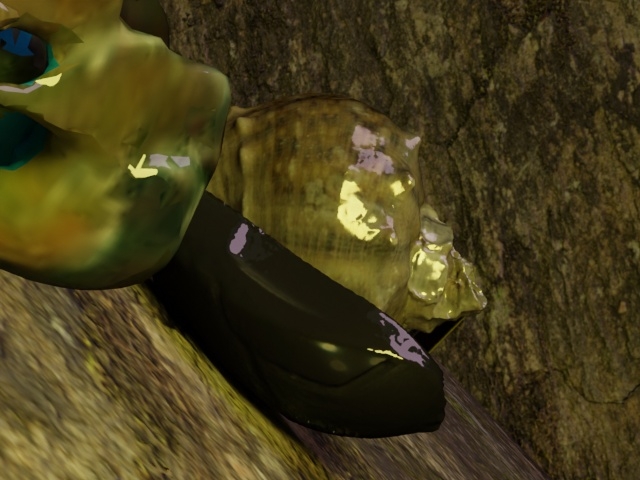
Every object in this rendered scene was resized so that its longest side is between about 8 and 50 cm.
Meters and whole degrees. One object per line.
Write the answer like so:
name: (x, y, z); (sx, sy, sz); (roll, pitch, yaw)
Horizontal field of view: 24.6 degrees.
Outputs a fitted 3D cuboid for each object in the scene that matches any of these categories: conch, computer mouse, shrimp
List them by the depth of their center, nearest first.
shrimp: (-0.133, -0.051, 0.248); (0.221, 0.110, 0.445); (36, 10, 21)
computer mouse: (-0.025, 0.054, 0.857); (0.217, 0.073, 0.122); (35, -20, 27)
conch: (-0.011, -0.027, 1.015); (0.291, 0.159, 0.210); (35, -7, 14)

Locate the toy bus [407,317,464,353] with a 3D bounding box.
toy bus: (0.000, 0.000, 1.342); (0.331, 0.145, 0.151); (45, 1, -43)
